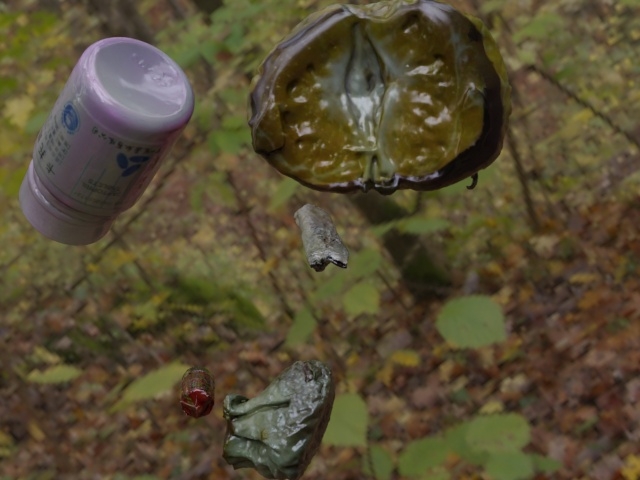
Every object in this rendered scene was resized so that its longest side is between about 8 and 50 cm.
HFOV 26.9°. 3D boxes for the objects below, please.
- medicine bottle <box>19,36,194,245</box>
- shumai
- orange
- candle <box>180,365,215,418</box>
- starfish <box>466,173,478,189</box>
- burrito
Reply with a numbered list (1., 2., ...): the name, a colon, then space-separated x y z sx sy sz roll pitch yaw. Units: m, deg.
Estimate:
1. medicine bottle: -0.268 -0.115 1.636 0.254 0.152 0.152 -50 12 40
2. shumai: -0.063 0.245 1.882 0.142 0.184 0.184 16 44 8
3. orange: 0.086 -0.209 1.909 0.369 0.271 0.210 -2 13 7
4. candle: -0.179 0.224 1.952 0.052 0.052 0.130 -36 11 4
5. starfish: 0.215 -0.121 1.992 0.028 0.091 0.078 -26 66 1
6. burrito: 0.000 -0.002 1.704 0.051 0.042 0.171 4 27 -11
